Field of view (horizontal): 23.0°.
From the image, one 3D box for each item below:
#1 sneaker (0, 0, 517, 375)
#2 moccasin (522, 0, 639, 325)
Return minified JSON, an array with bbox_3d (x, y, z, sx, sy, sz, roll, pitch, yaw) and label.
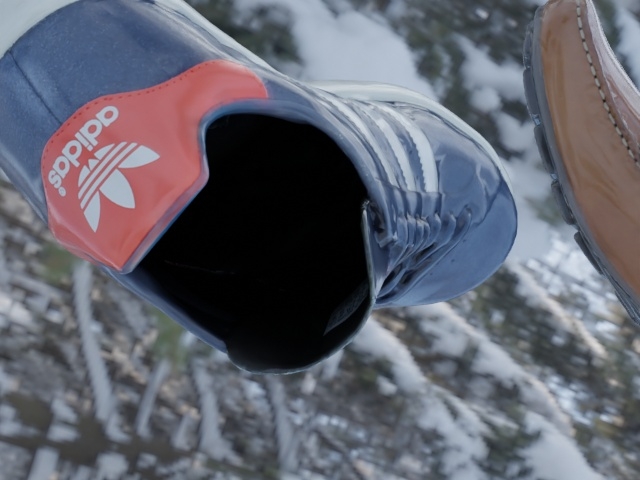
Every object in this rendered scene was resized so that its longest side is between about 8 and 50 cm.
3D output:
[{"bbox_3d":[0.000,0.000,0.696,0.131,0.350,0.148,-51,-126,18],"label":"sneaker"},{"bbox_3d":[0.258,0.000,1.038,0.147,0.139,0.380,-29,-89,22],"label":"moccasin"}]
